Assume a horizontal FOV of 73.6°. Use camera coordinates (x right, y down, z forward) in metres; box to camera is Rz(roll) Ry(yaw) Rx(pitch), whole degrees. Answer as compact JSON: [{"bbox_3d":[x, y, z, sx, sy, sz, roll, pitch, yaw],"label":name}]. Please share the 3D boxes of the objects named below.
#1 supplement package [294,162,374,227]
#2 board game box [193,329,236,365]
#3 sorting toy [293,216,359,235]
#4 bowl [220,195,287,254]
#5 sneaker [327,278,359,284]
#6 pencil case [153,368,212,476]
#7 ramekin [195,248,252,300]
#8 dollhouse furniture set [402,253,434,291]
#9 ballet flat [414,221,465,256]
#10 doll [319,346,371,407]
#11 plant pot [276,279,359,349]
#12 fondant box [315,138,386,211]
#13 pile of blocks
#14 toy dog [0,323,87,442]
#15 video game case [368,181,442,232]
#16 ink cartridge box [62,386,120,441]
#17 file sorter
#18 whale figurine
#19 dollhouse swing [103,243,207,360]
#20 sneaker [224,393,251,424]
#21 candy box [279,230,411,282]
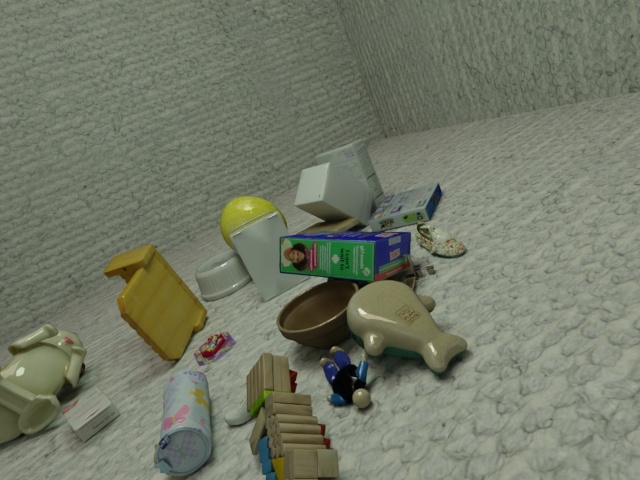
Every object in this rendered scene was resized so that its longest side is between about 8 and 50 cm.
[{"bbox_3d":[0.064,-0.184,1.841,0.177,0.293,0.175,-4,68,46],"label":"supplement package"},{"bbox_3d":[-0.352,0.338,1.389,0.133,0.033,0.168,-31,18,-19],"label":"board game box"},{"bbox_3d":[0.000,0.000,1.765,0.257,0.090,0.255,-29,16,-39],"label":"sorting toy"},{"bbox_3d":[-0.291,-0.023,1.776,0.289,0.289,0.156,-18,35,22],"label":"bowl"},{"bbox_3d":[0.073,0.130,1.337,0.081,0.080,0.211,-22,18,13],"label":"sneaker"},{"bbox_3d":[-0.317,0.413,0.997,0.124,0.113,0.273,-50,20,0],"label":"pencil case"},{"bbox_3d":[-0.428,0.140,1.901,0.272,0.127,0.273,-22,17,7],"label":"ramekin"},{"bbox_3d":[0.264,0.086,1.206,0.091,0.081,0.114,-16,19,25],"label":"dollhouse furniture set"},{"bbox_3d":[0.363,-0.009,1.356,0.091,0.077,0.241,-28,18,-11],"label":"ballet flat"},{"bbox_3d":[0.058,0.295,0.928,0.129,0.046,0.189,-47,22,-2],"label":"doll"},{"bbox_3d":[0.011,0.212,1.139,0.237,0.110,0.237,-23,17,7],"label":"plant pot"},{"bbox_3d":[0.145,-0.288,2.026,0.238,0.330,0.096,-7,23,45],"label":"fondant box"},{"bbox_3d":[-0.056,0.369,0.827,0.112,0.149,0.362,15,16,-24],"label":"pile of blocks"},{"bbox_3d":[-0.993,0.487,1.515,0.395,0.284,0.408,-59,11,17],"label":"toy dog"},{"bbox_3d":[0.353,-0.137,1.763,0.244,0.061,0.269,-12,22,32],"label":"video game case"},{"bbox_3d":[-0.673,0.512,1.259,0.115,0.067,0.198,-37,20,-33],"label":"ink cartridge box"},{"bbox_3d":[-0.196,0.049,1.620,0.192,0.278,0.173,-28,14,-9],"label":"file sorter"},{"bbox_3d":[0.182,0.205,0.950,0.216,0.141,0.272,-32,43,-31],"label":"whale figurine"},{"bbox_3d":[-0.627,0.251,1.518,0.315,0.347,0.305,-15,31,28],"label":"dollhouse swing"},{"bbox_3d":[-0.158,0.371,0.989,0.152,0.061,0.054,-26,19,0],"label":"sneaker"},{"bbox_3d":[0.080,0.037,1.287,0.317,0.122,0.268,1,6,33],"label":"candy box"}]
